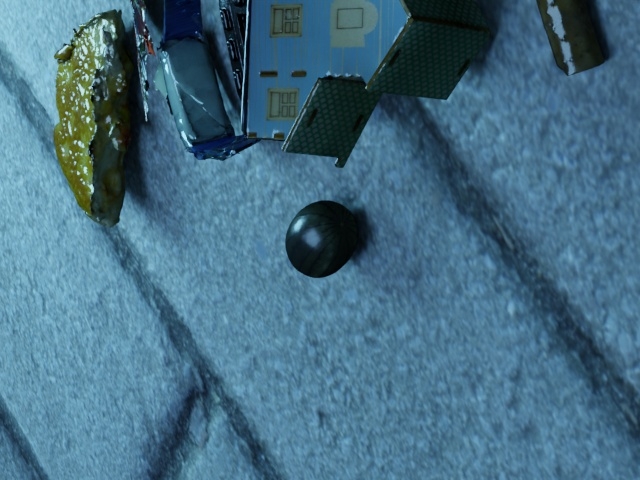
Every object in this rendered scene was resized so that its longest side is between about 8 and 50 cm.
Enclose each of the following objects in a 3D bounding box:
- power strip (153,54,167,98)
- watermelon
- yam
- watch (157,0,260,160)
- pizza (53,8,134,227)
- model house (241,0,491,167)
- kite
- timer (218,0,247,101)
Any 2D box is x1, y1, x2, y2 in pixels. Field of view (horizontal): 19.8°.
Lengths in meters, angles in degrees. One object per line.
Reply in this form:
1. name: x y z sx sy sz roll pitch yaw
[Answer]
1. power strip: -0.183 -0.211 2.246 0.040 0.016 0.090 52 144 25
2. watermelon: 0.000 0.000 2.044 0.078 0.078 0.111 58 147 17
3. yam: 0.182 -0.306 1.621 0.045 0.045 0.327 -15 95 35
4. watch: -0.143 -0.223 2.046 0.274 0.068 0.276 -172 68 -81
5. pizza: -0.291 -0.178 2.381 0.189 0.071 0.297 48 141 50
6. model house: 0.051 -0.206 1.756 0.206 0.178 0.271 3 88 40
7. kite: -0.215 -0.260 2.208 0.189 0.009 0.232 -116 23 -57
8. timer: -0.034 -0.214 1.992 0.187 0.055 0.144 11 119 50
